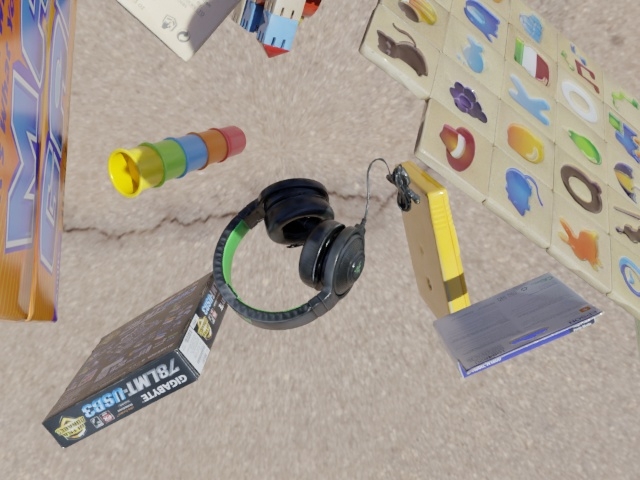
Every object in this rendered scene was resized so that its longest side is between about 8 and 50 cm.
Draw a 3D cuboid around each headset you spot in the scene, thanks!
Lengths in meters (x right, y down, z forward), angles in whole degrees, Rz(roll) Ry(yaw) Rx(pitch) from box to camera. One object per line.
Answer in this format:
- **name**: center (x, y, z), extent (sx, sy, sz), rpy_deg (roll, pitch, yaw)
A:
- **headset**: center (0.000, 0.000, 1.401), extent (0.394, 0.185, 0.243), rpy_deg (-38, 61, -3)

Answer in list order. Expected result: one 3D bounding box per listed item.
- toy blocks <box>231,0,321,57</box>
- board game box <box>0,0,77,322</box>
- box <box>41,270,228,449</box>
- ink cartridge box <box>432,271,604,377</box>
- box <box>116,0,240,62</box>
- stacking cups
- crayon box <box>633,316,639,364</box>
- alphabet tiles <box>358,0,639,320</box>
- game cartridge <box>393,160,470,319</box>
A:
- **toy blocks**: center (-0.068, -0.464, 1.345), extent (0.190, 0.381, 0.261), rpy_deg (8, 113, -27)
- **board game box**: center (-0.349, -0.133, 0.473), extent (0.356, 0.356, 0.357), rpy_deg (3, 83, -12)
- **box**: center (-0.314, 0.204, 1.400), extent (0.295, 0.293, 0.073), rpy_deg (-30, 106, 16)
- **ink cartridge box**: center (0.304, 0.138, 1.225), extent (0.223, 0.224, 0.045), rpy_deg (-23, 103, 2)
- **box**: center (-0.089, -0.347, 0.821), extent (0.121, 0.148, 0.311), rpy_deg (41, 96, -21)
- **stacking cups**: center (-0.265, -0.169, 1.558), extent (0.096, 0.316, 0.096), rpy_deg (17, 117, 35)
- **crayon box**: center (0.666, 0.152, 1.436), extent (0.165, 0.279, 0.081), rpy_deg (-1, 141, 14)
- **alphabet tiles**: center (0.180, -0.091, 0.614), extent (0.342, 0.285, 0.011), rpy_deg (34, 134, -16)
- **game cartridge**: center (0.230, 0.014, 1.604), extent (0.052, 0.285, 0.324), rpy_deg (-15, 110, -4)
